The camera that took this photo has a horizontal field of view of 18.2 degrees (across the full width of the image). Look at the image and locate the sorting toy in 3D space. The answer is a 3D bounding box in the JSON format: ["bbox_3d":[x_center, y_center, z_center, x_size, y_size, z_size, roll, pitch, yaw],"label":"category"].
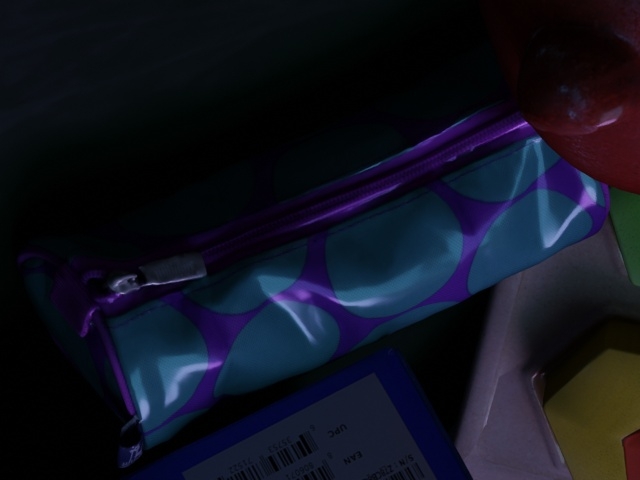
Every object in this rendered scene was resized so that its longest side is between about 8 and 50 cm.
[{"bbox_3d":[0.146,0.031,0.595,0.193,0.038,0.208,14,128,4],"label":"sorting toy"}]

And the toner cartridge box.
[{"bbox_3d":[-0.045,0.150,0.673,0.165,0.075,0.348,-24,163,-12],"label":"toner cartridge box"}]

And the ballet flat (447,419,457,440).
[{"bbox_3d":[0.164,0.013,0.690,0.139,0.139,0.400,-2,146,-45],"label":"ballet flat"}]

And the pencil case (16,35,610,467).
[{"bbox_3d":[0.000,0.000,0.536,0.152,0.064,0.070,-26,164,-13],"label":"pencil case"}]

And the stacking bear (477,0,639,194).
[{"bbox_3d":[0.174,-0.095,0.462,0.289,0.175,0.164,-22,129,3],"label":"stacking bear"}]
